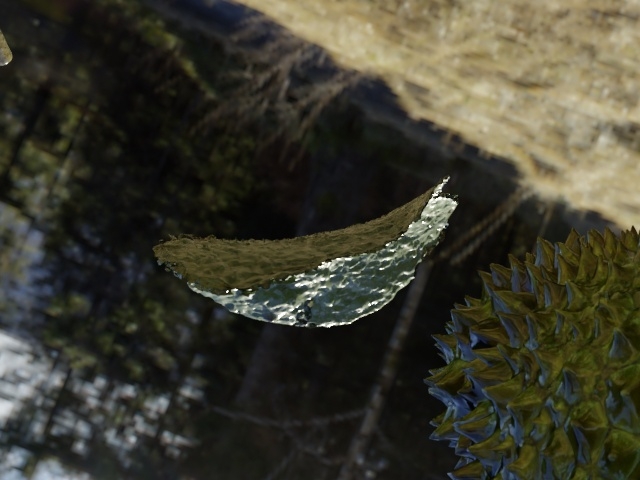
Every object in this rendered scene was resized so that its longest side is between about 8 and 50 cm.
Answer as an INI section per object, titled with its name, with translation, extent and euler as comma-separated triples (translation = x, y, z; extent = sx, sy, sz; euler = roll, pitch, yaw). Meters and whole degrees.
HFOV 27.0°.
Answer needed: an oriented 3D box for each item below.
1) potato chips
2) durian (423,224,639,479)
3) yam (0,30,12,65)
[potato chips]
translation = 0.001, 0.008, 0.758
extent = 0.167, 0.059, 0.228
euler = -20, 168, 9
[durian]
translation = 0.171, 0.110, 0.630
extent = 0.291, 0.224, 0.291
euler = 60, -172, -14
[yam]
translation = -0.298, -0.198, 1.157
extent = 0.021, 0.021, 0.116
euler = 17, 147, 28
